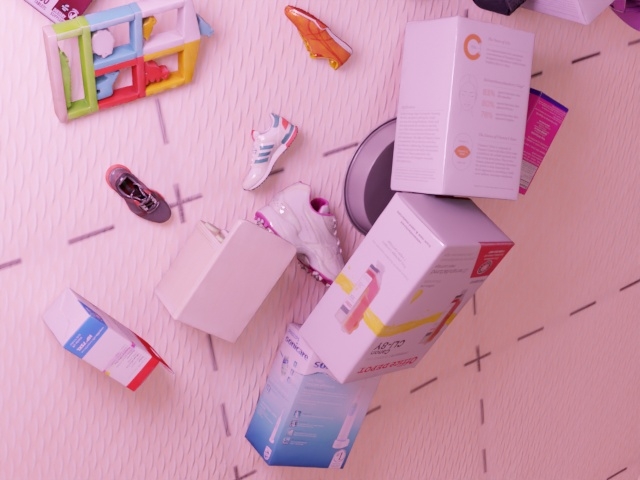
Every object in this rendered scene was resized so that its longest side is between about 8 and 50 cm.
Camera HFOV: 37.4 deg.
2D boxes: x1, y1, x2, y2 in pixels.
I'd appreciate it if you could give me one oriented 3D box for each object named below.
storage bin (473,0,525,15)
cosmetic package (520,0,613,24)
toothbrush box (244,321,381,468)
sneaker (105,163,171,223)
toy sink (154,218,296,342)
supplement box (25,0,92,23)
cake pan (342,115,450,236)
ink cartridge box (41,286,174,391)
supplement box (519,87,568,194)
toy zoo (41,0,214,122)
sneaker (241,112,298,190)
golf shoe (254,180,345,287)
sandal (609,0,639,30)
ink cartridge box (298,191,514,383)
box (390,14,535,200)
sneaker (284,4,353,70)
[{"bbox_3d":[0.346,-0.555,1.907,0.084,0.122,0.180,-44,128,-8],"label":"storage bin"},{"bbox_3d":[0.472,-0.581,1.913,0.138,0.224,0.224,-42,128,-9],"label":"cosmetic package"},{"bbox_3d":[-0.008,0.348,2.107,0.216,0.126,0.295,11,106,-36],"label":"toothbrush box"},{"bbox_3d":[-0.328,-0.074,1.731,0.061,0.065,0.158,-51,129,-2],"label":"sneaker"},{"bbox_3d":[-0.187,0.055,1.846,0.153,0.131,0.234,27,100,-39],"label":"toy sink"},{"bbox_3d":[-0.388,-0.468,1.498,0.130,0.073,0.239,36,89,-40],"label":"supplement box"},{"bbox_3d":[0.184,-0.126,2.052,0.293,0.054,0.293,-14,119,-27],"label":"cake pan"},{"bbox_3d":[-0.395,0.196,1.773,0.078,0.134,0.231,-50,129,-4],"label":"ink cartridge box"},{"bbox_3d":[0.442,-0.231,2.134,0.114,0.111,0.220,21,100,-39],"label":"supplement box"},{"bbox_3d":[-0.314,-0.317,1.596,0.293,0.030,0.192,-22,148,-23],"label":"toy zoo"},{"bbox_3d":[-0.117,-0.175,1.838,0.075,0.057,0.161,37,91,-23],"label":"sneaker"},{"bbox_3d":[0.000,0.000,1.957,0.140,0.115,0.306,-50,130,-7],"label":"golf shoe"},{"bbox_3d":[0.605,-0.586,2.045,0.102,0.169,0.416,-47,117,-9],"label":"sandal"},{"bbox_3d":[0.176,0.099,1.954,0.279,0.160,0.384,-2,134,-51],"label":"ink cartridge box"},{"bbox_3d":[0.288,-0.263,1.928,0.215,0.168,0.345,3,95,-34],"label":"box"},{"bbox_3d":[-0.009,-0.383,1.797,0.175,0.064,0.067,35,101,-37],"label":"sneaker"}]
